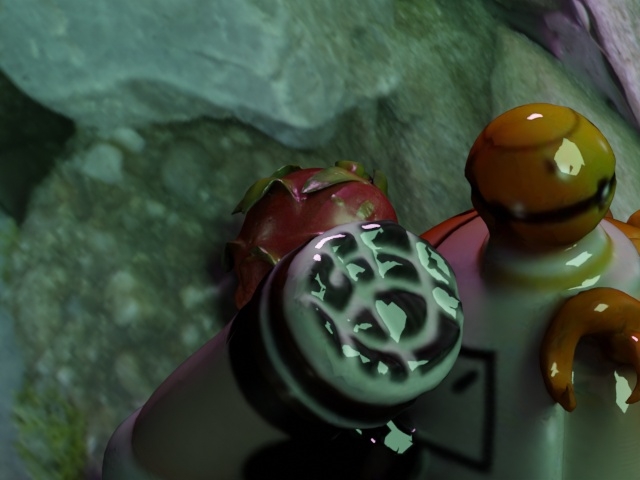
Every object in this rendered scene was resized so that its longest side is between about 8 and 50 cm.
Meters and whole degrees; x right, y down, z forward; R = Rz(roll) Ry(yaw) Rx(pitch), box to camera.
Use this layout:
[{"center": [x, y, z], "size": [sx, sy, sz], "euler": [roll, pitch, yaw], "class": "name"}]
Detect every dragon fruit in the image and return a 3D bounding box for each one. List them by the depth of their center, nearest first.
[{"center": [0.002, 0.001, 0.774], "size": [0.086, 0.081, 0.116], "euler": [46, 35, 6], "class": "dragon fruit"}]

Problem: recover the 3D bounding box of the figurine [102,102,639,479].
[{"center": [0.071, 0.092, 0.678], "size": [0.323, 0.196, 0.320], "euler": [-11, 113, -44], "class": "figurine"}]
